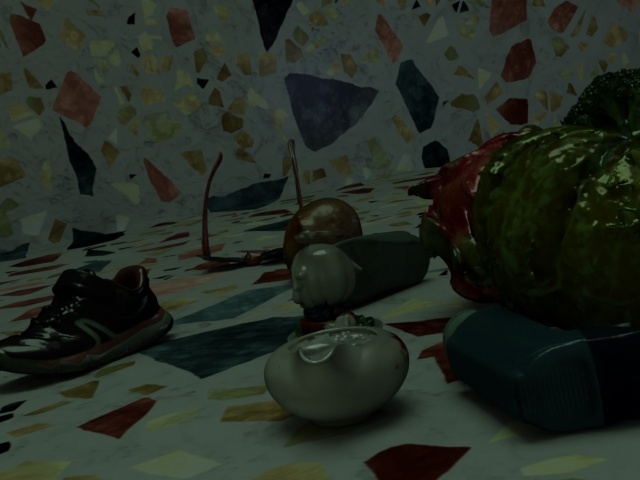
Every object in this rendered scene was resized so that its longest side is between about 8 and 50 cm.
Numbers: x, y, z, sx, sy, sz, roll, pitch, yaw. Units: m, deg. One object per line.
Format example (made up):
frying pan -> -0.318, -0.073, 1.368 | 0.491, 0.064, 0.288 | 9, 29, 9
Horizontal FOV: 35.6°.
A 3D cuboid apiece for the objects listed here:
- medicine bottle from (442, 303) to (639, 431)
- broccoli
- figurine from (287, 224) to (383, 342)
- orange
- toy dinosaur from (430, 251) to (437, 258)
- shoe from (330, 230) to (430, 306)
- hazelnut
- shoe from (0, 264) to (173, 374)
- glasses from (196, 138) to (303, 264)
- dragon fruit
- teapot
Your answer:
medicine bottle -> 0.199, 0.112, 0.940 | 0.124, 0.079, 0.258 | -17, 9, -12
broccoli -> 0.474, -0.177, 1.539 | 0.195, 0.195, 0.156 | -11, 48, -10
figurine -> 0.010, 0.056, 1.297 | 0.132, 0.154, 0.132 | -9, 8, 1
orange -> 0.307, 0.006, 1.030 | 0.301, 0.223, 0.300 | 21, 11, 37
toy dinosaur -> 0.254, 0.020, 1.672 | 0.208, 0.039, 0.082 | -11, 10, -5
shoe -> 0.061, 0.042, 1.545 | 0.251, 0.103, 0.100 | -9, 7, -40
hazelnut -> 0.000, 0.000, 1.792 | 0.150, 0.150, 0.150 | -10, 8, 1
shoe -> -0.340, 0.107, 1.420 | 0.114, 0.137, 0.291 | -3, 11, 44
glasses -> -0.149, -0.080, 2.093 | 0.234, 0.269, 0.118 | -9, -11, 18
dragon fruit -> 0.261, -0.022, 1.318 | 0.231, 0.237, 0.303 | -29, 11, 23
teapot -> 0.017, 0.129, 0.999 | 0.145, 0.092, 0.226 | -6, 7, 5
